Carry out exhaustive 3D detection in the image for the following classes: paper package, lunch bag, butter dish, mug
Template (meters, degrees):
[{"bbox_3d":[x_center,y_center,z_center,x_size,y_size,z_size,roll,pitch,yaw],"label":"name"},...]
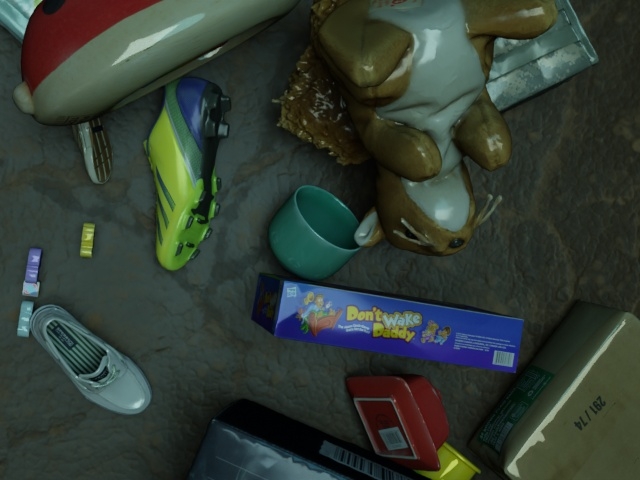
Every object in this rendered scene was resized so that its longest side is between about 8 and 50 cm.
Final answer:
[{"bbox_3d":[0.458,0.308,1.500,0.309,0.168,0.325,40,84,-8],"label":"paper package"},{"bbox_3d":[0.250,-0.340,1.449,0.235,0.169,0.287,-25,89,-6],"label":"lunch bag"},{"bbox_3d":[0.140,0.264,1.456,0.118,0.160,0.160,-26,96,-34],"label":"butter dish"},{"bbox_3d":[-0.004,0.003,1.417,0.158,0.129,0.097,33,121,-18],"label":"mug"}]

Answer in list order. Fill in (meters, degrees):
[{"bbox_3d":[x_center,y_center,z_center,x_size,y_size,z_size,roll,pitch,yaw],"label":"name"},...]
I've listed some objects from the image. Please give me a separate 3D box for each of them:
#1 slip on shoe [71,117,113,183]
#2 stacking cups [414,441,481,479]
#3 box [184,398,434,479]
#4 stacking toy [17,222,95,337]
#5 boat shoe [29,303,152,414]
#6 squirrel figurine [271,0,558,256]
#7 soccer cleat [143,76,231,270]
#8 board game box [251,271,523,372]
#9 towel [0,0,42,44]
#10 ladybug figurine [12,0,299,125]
[{"bbox_3d":[-0.344,-0.150,1.388,0.041,0.051,0.135,-5,102,27],"label":"slip on shoe"},{"bbox_3d":[0.124,0.460,1.476,0.096,0.096,0.316,37,87,-10],"label":"stacking cups"},{"bbox_3d":[-0.006,0.534,1.285,0.480,0.297,0.471,22,88,5],"label":"box"},{"bbox_3d":[-0.422,0.077,1.367,0.167,0.052,0.221,6,90,-12],"label":"stacking toy"},{"bbox_3d":[-0.328,0.184,1.352,0.226,0.076,0.083,44,81,-25],"label":"boat shoe"},{"bbox_3d":[0.113,-0.174,1.328,0.281,0.397,0.370,-25,128,-19],"label":"squirrel figurine"},{"bbox_3d":[-0.213,-0.101,1.405,0.121,0.093,0.289,11,93,18],"label":"soccer cleat"},{"bbox_3d":[0.088,0.117,1.384,0.347,0.233,0.078,10,89,-12],"label":"board game box"},{"bbox_3d":[-0.412,-0.480,1.343,0.374,0.090,0.320,44,83,-10],"label":"towel"},{"bbox_3d":[-0.221,-0.302,1.263,0.449,0.305,0.162,-35,101,-29],"label":"ladybug figurine"}]
